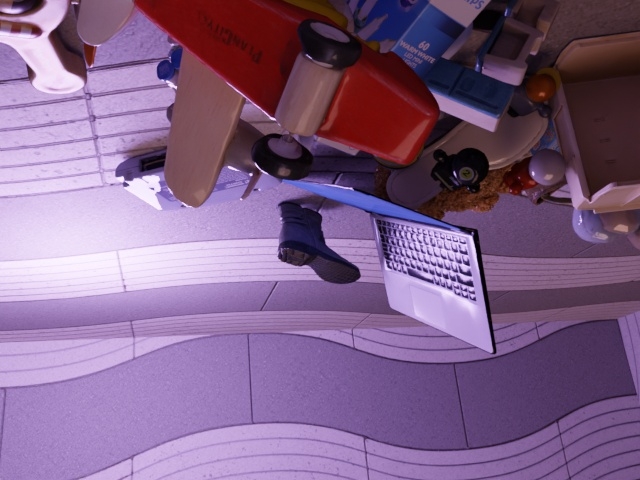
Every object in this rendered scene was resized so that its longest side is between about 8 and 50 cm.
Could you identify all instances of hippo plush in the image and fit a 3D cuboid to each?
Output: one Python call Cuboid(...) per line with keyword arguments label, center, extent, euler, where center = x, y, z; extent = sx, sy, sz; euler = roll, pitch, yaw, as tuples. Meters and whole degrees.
Cuboid(label="hippo plush", center=(0.694, -0.112, 1.409), extent=(0.294, 0.234, 0.236), euler=(-44, -172, -14))

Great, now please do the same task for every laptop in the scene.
Cuboid(label="laptop", center=(0.122, 0.040, 1.260), extent=(0.237, 0.407, 0.382), euler=(-20, -163, -21))

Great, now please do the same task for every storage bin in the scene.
Cuboid(label="storage bin", center=(0.530, -0.194, 0.983), extent=(0.261, 0.262, 0.123), euler=(-6, 162, 2))

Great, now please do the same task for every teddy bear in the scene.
Cuboid(label="teddy bear", center=(0.285, -0.114, 1.351), extent=(0.338, 0.113, 0.245), euler=(11, 152, -38))

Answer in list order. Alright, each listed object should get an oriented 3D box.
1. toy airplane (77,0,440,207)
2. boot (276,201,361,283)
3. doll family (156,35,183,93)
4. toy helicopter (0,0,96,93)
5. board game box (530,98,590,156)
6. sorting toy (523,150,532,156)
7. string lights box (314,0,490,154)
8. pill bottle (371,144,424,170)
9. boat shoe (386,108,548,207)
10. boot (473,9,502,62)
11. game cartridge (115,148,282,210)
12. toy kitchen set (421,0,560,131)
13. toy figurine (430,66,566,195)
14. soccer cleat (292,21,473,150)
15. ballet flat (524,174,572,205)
Cuboid(label="toy airplane", center=(-0.073, -0.243, 0.672), extent=(0.386, 0.384, 0.272), euler=(-10, -169, 37))
Cuboid(label="boot", center=(0.000, 0.000, 1.484), extent=(0.247, 0.161, 0.083), euler=(25, 137, -30))
Cuboid(label="doll family", center=(-0.109, -0.268, 0.873), extent=(0.263, 0.118, 0.163), euler=(-28, 149, 7))
Cuboid(label="toy helicopter", center=(-0.359, -0.280, 0.770), extent=(0.235, 0.140, 0.355), euler=(-12, 171, -8))
Cuboid(label="board game box", center=(0.529, -0.226, 1.159), extent=(0.212, 0.039, 0.160), euler=(-14, 161, -10))
Cuboid(label="sorting toy", center=(0.388, -0.201, 1.245), extent=(0.075, 0.044, 0.083), euler=(-9, 161, 30))
Cuboid(label="string lights box", center=(0.077, -0.252, 0.779), extent=(0.077, 0.133, 0.259), euler=(13, 132, -39))
Cuboid(label="pill bottle", center=(0.136, -0.206, 1.071), extent=(0.103, 0.103, 0.184), euler=(-7, 160, 3))
Cuboid(label="boat shoe", center=(0.278, -0.170, 1.184), extent=(0.325, 0.116, 0.096), euler=(-30, -173, 14))
Cuboid(label="boot", center=(0.260, -0.306, 0.943), extent=(0.107, 0.037, 0.114), euler=(0, 163, -9))
Cuboid(label="game cartridge", center=(-0.239, -0.133, 1.246), extent=(0.295, 0.060, 0.196), euler=(-11, 155, 15))
Cuboid(label="toy kitchen set", center=(0.226, -0.285, 0.787), extent=(0.122, 0.207, 0.166), euler=(26, 164, 15))
Cuboid(label="toy figurine", center=(0.294, -0.182, 1.017), extent=(0.213, 0.209, 0.148), euler=(1, 178, -8))
Cuboid(label="soccer cleat", center=(0.084, -0.234, 0.928), extent=(0.331, 0.143, 0.116), euler=(-19, 156, 31))
Cuboid(label="ballet flat", center=(0.560, -0.136, 1.279), extent=(0.108, 0.106, 0.316), euler=(-17, 180, -26))
